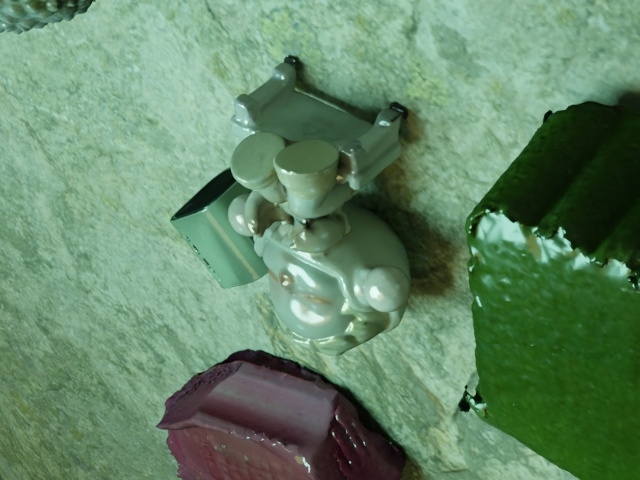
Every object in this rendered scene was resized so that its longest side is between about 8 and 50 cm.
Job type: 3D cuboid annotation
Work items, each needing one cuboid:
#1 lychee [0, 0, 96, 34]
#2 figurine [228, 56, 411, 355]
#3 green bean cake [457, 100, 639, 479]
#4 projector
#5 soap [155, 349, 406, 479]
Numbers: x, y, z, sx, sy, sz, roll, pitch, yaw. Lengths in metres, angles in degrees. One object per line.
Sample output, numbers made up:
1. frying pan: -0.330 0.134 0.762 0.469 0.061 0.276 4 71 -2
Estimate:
1. lychee: -0.263 -0.254 1.241 0.197 0.165 0.165 32 154 -19
2. figurine: 0.000 -0.008 1.265 0.181 0.144 0.257 9 136 16
3. green bean cake: 0.231 0.056 1.022 0.247 0.156 0.250 23 144 30
4. projector: -0.073 -0.015 1.379 0.082 0.083 0.083 53 149 -15
5. soap: -0.041 0.220 1.609 0.289 0.112 0.182 15 141 39
